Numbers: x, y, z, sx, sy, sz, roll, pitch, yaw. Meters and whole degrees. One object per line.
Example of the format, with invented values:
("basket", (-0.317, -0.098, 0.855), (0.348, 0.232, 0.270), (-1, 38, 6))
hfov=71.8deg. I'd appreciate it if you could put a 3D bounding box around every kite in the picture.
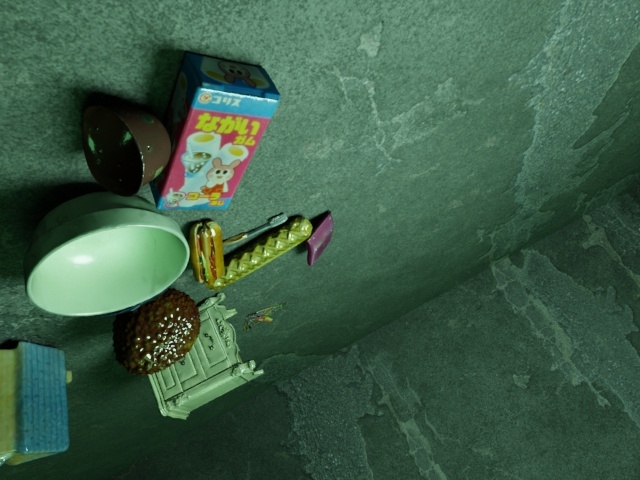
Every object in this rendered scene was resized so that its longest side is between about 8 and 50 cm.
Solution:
("kite", (-0.237, 0.314, 1.816), (0.241, 0.014, 0.183), (-34, 154, 10))

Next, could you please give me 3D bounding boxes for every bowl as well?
("bowl", (-0.442, 0.013, 0.920), (0.308, 0.163, 0.307), (-22, 152, -12))

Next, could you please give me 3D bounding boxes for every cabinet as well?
("cabinet", (-0.398, 0.389, 1.495), (0.318, 0.289, 0.227), (-26, 156, -8))

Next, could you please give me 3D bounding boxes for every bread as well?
("bread", (-0.187, 0.040, 1.306), (0.368, 0.084, 0.077), (-31, 109, 5))

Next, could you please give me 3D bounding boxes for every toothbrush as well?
("toothbrush", (-0.240, -0.001, 1.237), (0.321, 0.023, 0.031), (-26, 147, -5))

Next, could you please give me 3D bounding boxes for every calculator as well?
("calculator", (0.000, 0.000, 1.393), (0.126, 0.034, 0.190), (-54, 163, -23))

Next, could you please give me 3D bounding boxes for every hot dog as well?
("hot dog", (-0.300, 0.043, 1.178), (0.092, 0.062, 0.235), (-18, 141, -20))

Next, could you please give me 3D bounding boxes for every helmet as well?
("helmet", (-0.324, -0.160, 0.768), (0.175, 0.155, 0.106), (-38, 180, 41))

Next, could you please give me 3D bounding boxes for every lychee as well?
("lychee", (-0.464, 0.252, 1.248), (0.236, 0.271, 0.235), (6, 127, 8))

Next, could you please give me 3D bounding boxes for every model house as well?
("model house", (-0.889, 0.499, 1.213), (0.343, 0.334, 0.382), (7, 148, -46))

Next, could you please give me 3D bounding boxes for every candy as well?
("candy", (-0.213, -0.189, 0.844), (0.157, 0.100, 0.305), (-4, 146, -37))

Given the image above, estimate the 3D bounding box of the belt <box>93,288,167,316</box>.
("belt", (-0.480, 0.114, 1.109), (0.218, 0.122, 0.128), (-24, 179, -4))
